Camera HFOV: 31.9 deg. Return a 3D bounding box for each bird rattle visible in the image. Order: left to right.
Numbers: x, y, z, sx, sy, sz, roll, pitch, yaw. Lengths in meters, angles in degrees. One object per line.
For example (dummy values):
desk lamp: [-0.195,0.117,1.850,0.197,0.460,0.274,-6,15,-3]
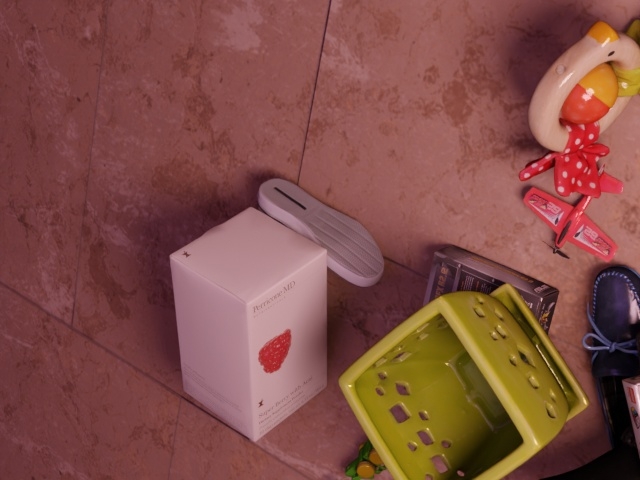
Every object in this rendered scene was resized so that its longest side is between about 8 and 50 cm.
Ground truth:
bird rattle: [0.324,-0.173,1.375,0.253,0.207,0.143,-42,55,18]

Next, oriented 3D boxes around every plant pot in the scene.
plant pot: [0.200,0.198,1.478,0.227,0.207,0.228,-43,73,37]

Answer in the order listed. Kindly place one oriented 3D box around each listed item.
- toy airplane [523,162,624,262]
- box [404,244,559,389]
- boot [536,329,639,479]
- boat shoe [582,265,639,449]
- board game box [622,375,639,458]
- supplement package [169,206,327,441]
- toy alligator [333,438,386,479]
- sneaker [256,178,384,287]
toy airplane: [0.347,-0.044,1.497,0.151,0.028,0.151,9,105,37]
box: [0.228,0.146,1.617,0.183,0.056,0.231,24,113,35]
boot: [0.382,0.236,1.348,0.131,0.348,0.260,-141,50,-61]
boat shoe: [0.403,0.162,1.451,0.109,0.089,0.258,-15,90,41]
board game box: [0.514,0.219,1.266,0.305,0.053,0.193,-12,90,-3]
supplement package: [-0.107,0.131,1.763,0.175,0.177,0.293,30,137,33]
toy alligator: [0.080,0.359,1.793,0.051,0.056,0.190,28,125,-13]
sneaker: [0.000,0.000,1.774,0.258,0.094,0.091,41,145,28]
